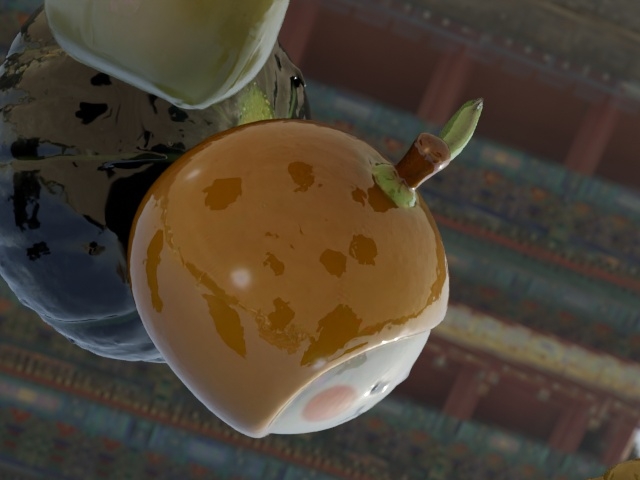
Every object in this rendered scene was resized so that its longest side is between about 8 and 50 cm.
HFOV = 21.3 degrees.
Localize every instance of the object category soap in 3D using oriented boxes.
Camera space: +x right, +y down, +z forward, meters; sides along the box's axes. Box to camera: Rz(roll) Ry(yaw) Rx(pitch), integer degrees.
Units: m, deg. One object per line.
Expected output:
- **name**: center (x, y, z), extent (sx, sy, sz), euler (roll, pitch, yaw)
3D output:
- **soap**: center (-0.054, -0.094, 0.567), extent (0.045, 0.089, 0.140), euler (7, -169, -33)

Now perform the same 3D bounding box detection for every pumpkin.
- **pumpkin**: center (-0.151, -0.050, 1.314), extent (0.296, 0.296, 0.296), euler (18, -156, -8)

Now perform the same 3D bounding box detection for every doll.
- **doll**: center (0.000, 0.000, 1.062), extent (0.213, 0.236, 0.213), euler (38, -158, -18)

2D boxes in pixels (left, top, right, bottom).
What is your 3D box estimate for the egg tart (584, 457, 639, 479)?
- **egg tart**: center (0.232, 0.245, 0.793), extent (0.339, 0.351, 0.153), euler (65, -165, 15)
